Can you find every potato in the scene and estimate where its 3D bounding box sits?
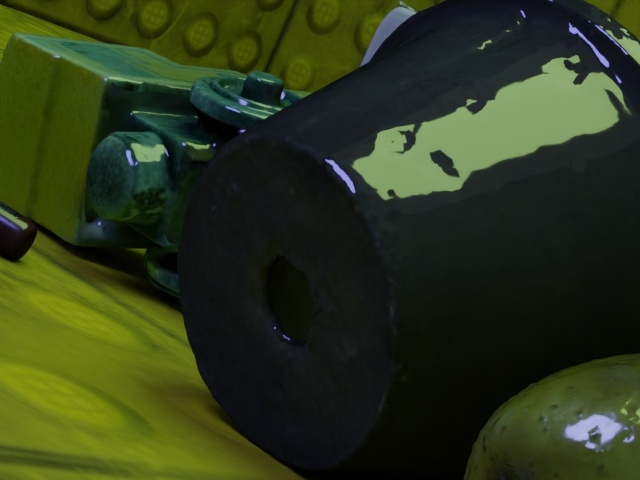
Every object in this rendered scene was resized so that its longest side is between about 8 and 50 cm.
[{"bbox_3d":[0.173,0.123,0.809,0.248,0.144,0.169,16,-30,-24],"label":"potato"}]

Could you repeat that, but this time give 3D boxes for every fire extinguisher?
[{"bbox_3d":[-0.204,-0.023,1.112,0.100,0.032,0.046,31,18,10],"label":"fire extinguisher"}]

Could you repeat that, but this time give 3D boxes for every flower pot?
[{"bbox_3d":[0.043,0.016,0.923,0.166,0.269,0.269,-11,29,-42],"label":"flower pot"}]

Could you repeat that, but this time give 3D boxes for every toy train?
[{"bbox_3d":[-0.011,-0.045,1.286,0.368,0.150,0.237,3,17,-37],"label":"toy train"}]

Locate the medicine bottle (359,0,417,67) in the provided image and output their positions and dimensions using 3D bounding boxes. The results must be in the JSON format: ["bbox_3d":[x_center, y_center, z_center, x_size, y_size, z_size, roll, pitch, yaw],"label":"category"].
[{"bbox_3d":[0.049,-0.014,1.115,0.115,0.219,0.078,25,7,6],"label":"medicine bottle"}]
